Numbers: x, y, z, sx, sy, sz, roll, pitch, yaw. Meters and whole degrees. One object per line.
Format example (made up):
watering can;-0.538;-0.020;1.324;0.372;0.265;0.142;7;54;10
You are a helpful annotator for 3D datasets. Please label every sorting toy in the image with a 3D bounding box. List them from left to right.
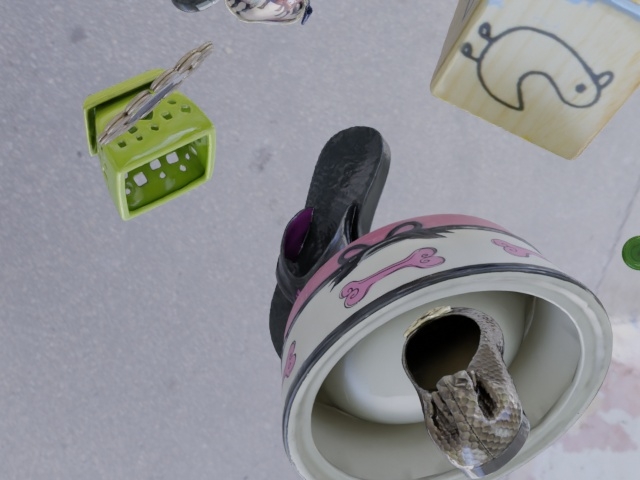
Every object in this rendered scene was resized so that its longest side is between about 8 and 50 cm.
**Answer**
sorting toy;0.486;0.021;1.291;0.042;0.101;0.061;-33;123;-78

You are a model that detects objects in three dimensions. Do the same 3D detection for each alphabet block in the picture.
alphabet block;0.255;-0.242;0.959;0.197;0.192;0.193;118;-3;-52

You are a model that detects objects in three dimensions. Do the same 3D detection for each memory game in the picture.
memory game;-0.198;-0.177;1.074;0.186;0.186;0.012;-43;99;-10

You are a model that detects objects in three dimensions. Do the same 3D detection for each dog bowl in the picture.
dog bowl;0.135;0.142;1.090;0.407;0.150;0.408;-10;131;-12

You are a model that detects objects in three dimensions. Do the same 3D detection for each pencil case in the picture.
pencil case;-0.048;-0.600;1.654;0.160;0.183;0.411;29;67;-37

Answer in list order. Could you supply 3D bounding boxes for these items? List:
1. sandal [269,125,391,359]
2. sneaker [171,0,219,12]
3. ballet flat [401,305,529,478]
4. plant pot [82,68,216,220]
sandal;-0.002;-0.001;1.409;0.107;0.167;0.446;43;50;-47
sneaker;-0.167;-0.482;1.451;0.229;0.086;0.132;-49;161;-24
ballet flat;0.092;0.089;0.646;0.084;0.250;0.058;-40;100;10
plant pot;-0.369;-0.211;1.866;0.228;0.207;0.227;-29;164;-21
